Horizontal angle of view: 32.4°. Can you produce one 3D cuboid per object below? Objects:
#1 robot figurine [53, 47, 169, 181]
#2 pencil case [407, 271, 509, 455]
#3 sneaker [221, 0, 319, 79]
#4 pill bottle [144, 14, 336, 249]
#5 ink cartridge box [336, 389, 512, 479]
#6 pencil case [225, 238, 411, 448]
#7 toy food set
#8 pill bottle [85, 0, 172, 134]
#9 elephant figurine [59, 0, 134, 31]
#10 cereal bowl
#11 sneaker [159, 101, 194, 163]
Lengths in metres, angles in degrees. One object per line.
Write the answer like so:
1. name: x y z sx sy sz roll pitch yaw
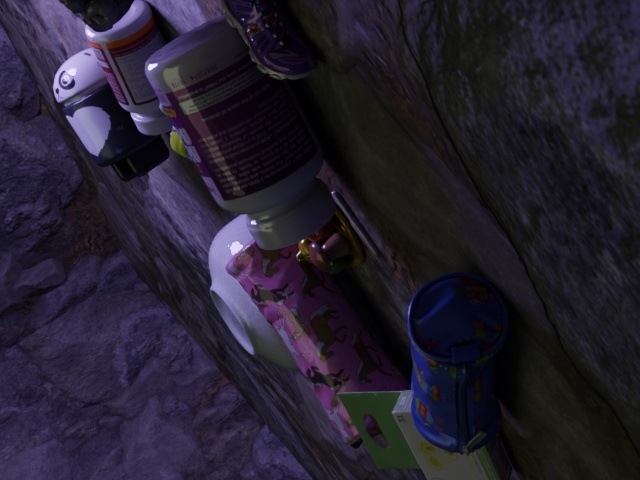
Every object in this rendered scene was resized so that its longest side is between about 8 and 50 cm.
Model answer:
1. robot figurine: -0.431 -0.261 2.274 0.278 0.209 0.173 60 -166 -15
2. pencil case: 0.172 0.167 1.386 0.306 0.119 0.133 79 177 -56
3. sneaker: -0.066 -0.265 1.349 0.170 0.068 0.071 49 154 18
4. pill bottle: -0.098 -0.143 1.494 0.301 0.169 0.169 62 164 -20
5. ink cartridge box: 0.147 0.297 1.636 0.235 0.056 0.171 -9 121 32
6. pencil case: 0.003 0.145 1.811 0.386 0.160 0.167 54 142 7
7. toy food set: 0.000 0.000 1.674 0.128 0.071 0.218 57 165 -3
8. pill bottle: -0.317 -0.302 1.938 0.121 0.121 0.221 40 158 47
9. elephant figurine: -0.258 -0.408 1.502 0.169 0.239 0.186 43 -171 -31
10. cereal bowl: -0.118 0.121 2.167 0.339 0.141 0.339 52 164 21
11. sneaker: -0.182 -0.192 1.822 0.121 0.111 0.300 43 168 11
